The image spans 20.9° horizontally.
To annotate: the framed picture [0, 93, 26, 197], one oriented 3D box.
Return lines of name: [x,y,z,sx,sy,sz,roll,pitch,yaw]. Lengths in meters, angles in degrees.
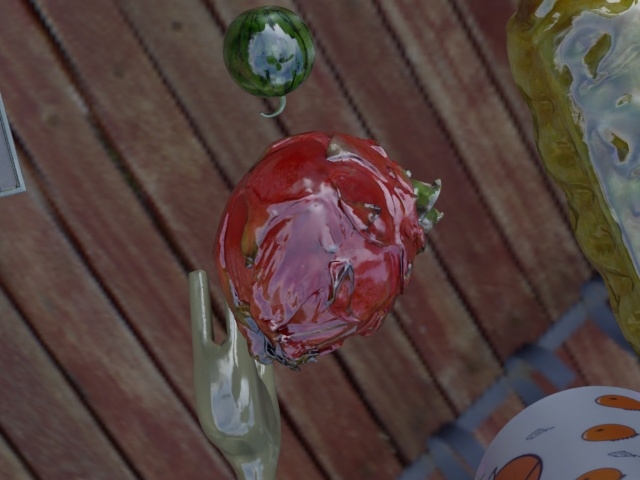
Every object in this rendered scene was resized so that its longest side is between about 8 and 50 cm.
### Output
framed picture: [-0.226,-0.049,1.030,0.089,0.007,0.066,-14,111,-5]

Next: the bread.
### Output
bread: [0.179,-0.023,0.906,0.087,0.098,0.269,-25,95,-18]

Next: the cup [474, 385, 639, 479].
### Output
cup: [0.236,0.252,1.329,0.212,0.317,0.212,0,99,-1]

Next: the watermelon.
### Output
watermelon: [-0.051,-0.194,1.815,0.109,0.109,0.109,-6,101,-32]

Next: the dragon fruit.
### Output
dragon fruit: [0.000,0.000,1.401,0.209,0.172,0.172,-47,120,-31]

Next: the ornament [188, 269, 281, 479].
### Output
ornament: [-0.072,0.177,1.674,0.061,0.230,0.245,-9,66,6]
